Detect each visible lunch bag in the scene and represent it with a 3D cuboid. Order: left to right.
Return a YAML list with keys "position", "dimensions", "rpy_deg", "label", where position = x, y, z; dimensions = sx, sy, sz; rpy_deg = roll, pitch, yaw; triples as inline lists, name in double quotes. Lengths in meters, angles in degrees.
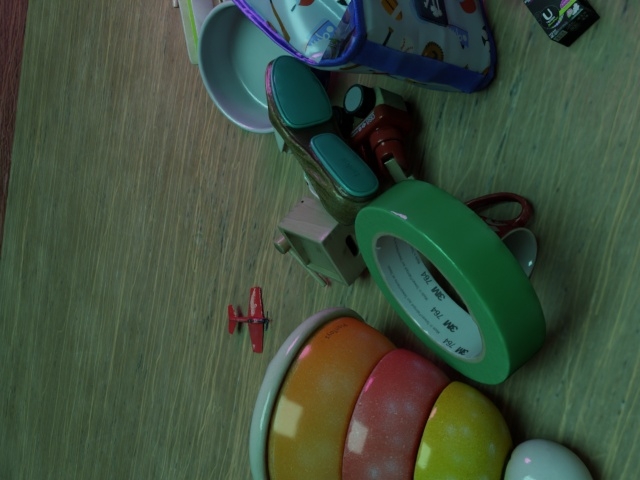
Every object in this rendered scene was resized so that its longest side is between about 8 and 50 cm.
- position: [0.070, -0.384, 1.122]
  dimensions: [0.385, 0.328, 0.239]
  rpy_deg: [56, 129, 34]
  label: "lunch bag"

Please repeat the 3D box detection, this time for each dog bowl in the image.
- position: [-0.114, -0.353, 1.401]
  dimensions: [0.265, 0.104, 0.264]
  rpy_deg: [20, 128, 28]
  label: "dog bowl"

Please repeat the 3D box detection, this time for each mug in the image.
- position: [0.248, -0.002, 1.105]
  dimensions: [0.169, 0.150, 0.113]
  rpy_deg: [28, 147, 49]
  label: "mug"

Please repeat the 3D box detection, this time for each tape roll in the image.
- position: [0.181, 0.063, 1.035]
  dimensions: [0.321, 0.077, 0.321]
  rpy_deg: [49, 164, 19]
  label: "tape roll"

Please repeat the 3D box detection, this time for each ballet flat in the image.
- position: [-0.012, -0.162, 1.201]
  dimensions: [0.342, 0.116, 0.124]
  rpy_deg: [57, 148, 24]
  label: "ballet flat"

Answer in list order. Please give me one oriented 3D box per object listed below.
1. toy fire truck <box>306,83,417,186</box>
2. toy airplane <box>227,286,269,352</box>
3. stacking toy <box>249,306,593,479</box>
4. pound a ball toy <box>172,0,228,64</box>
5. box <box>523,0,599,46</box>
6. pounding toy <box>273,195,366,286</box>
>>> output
- position: [0.094, -0.113, 1.241]
  dimensions: [0.217, 0.159, 0.246]
  rpy_deg: [-40, 51, 39]
  label: "toy fire truck"
- position: [-0.166, 0.177, 1.585]
  dimensions: [0.151, 0.028, 0.151]
  rpy_deg: [1, 92, 47]
  label: "toy airplane"
- position: [0.163, 0.316, 1.070]
  dimensions: [0.480, 0.351, 0.350]
  rpy_deg: [12, 98, 32]
  label: "stacking toy"
- position: [-0.255, -0.564, 1.585]
  dimensions: [0.208, 0.136, 0.319]
  rpy_deg: [-152, 51, -63]
  label: "pound a ball toy"
- position: [0.347, -0.335, 1.017]
  dimensions: [0.062, 0.052, 0.083]
  rpy_deg: [-44, 58, 36]
  label: "box"
- position: [0.000, 0.005, 1.354]
  dimensions: [0.206, 0.181, 0.094]
  rpy_deg: [22, 63, 45]
  label: "pounding toy"
